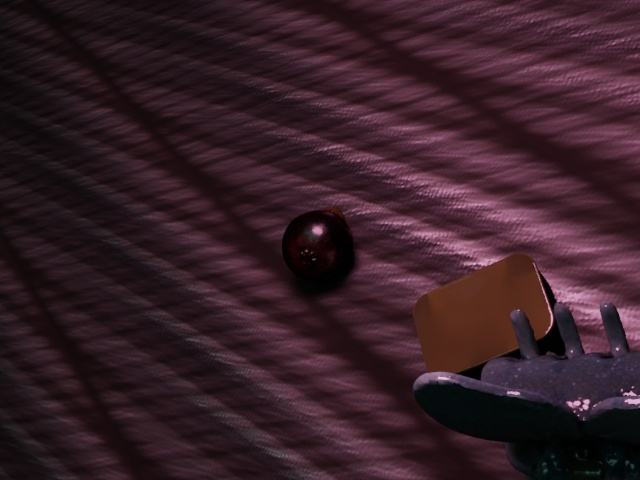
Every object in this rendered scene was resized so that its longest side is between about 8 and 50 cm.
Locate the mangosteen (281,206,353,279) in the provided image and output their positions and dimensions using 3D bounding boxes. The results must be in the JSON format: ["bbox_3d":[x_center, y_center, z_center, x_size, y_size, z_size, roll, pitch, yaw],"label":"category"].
[{"bbox_3d":[0.000,0.000,1.579,0.140,0.140,0.140,-17,57,27],"label":"mangosteen"}]

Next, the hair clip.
[{"bbox_3d":[0.339,0.214,1.112,0.318,0.392,0.238,-10,33,32],"label":"hair clip"}]

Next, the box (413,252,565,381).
[{"bbox_3d":[0.250,0.125,1.341,0.201,0.090,0.144,-28,52,20],"label":"box"}]
